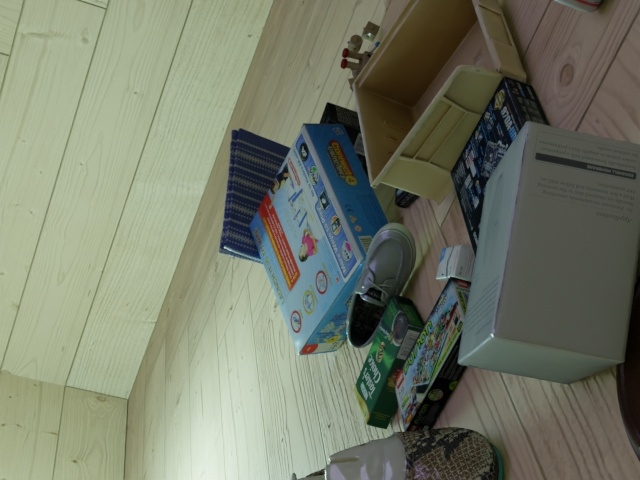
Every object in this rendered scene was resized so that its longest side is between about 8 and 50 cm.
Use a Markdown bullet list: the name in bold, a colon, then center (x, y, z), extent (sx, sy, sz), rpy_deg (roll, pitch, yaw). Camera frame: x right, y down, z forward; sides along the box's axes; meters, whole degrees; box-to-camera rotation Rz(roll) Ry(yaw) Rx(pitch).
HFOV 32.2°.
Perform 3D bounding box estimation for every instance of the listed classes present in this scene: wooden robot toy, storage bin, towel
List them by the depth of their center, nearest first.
- **storage bin**: center (0.178, -0.239, 1.701), extent (0.260, 0.123, 0.262), rpy_deg (-54, 27, 35)
- **towel**: center (-0.087, -0.072, 2.280), extent (0.040, 0.243, 0.336), rpy_deg (-51, 28, 44)
- **wooden robot toy**: center (0.078, -0.371, 2.327), extent (0.079, 0.076, 0.173), rpy_deg (115, 165, -67)

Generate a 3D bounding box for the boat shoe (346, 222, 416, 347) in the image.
- **boat shoe**: center (0.095, 0.081, 1.793), extent (0.081, 0.079, 0.228), rpy_deg (-60, -11, -58)

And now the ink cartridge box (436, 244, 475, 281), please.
- **ink cartridge box**: center (0.201, 0.033, 1.603), extent (0.083, 0.028, 0.048), rpy_deg (162, 121, -71)

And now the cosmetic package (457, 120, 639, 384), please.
- **cosmetic package**: center (0.244, 0.024, 1.180), extent (0.224, 0.138, 0.225), rpy_deg (98, -175, -77)

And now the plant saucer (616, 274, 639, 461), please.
- **plant saucer**: center (0.355, 0.091, 0.999), extent (0.310, 0.050, 0.311), rpy_deg (-165, 90, -75)

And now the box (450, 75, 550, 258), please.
- **box**: center (0.251, -0.094, 1.509), extent (0.220, 0.051, 0.175), rpy_deg (-97, 27, -53)

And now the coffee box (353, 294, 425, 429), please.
- **coffee box**: center (0.108, 0.192, 1.746), extent (0.113, 0.040, 0.184), rpy_deg (-112, 40, -65)

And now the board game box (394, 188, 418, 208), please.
- **board game box**: center (0.177, -0.148, 1.855), extent (0.186, 0.026, 0.126), rpy_deg (133, 148, -58)

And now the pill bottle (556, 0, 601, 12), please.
- **pill bottle**: center (0.344, -0.376, 1.391), extent (0.087, 0.087, 0.160), rpy_deg (-102, 31, -58)

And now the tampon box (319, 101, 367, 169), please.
- **tampon box**: center (0.041, -0.188, 2.178), extent (0.161, 0.101, 0.120), rpy_deg (-92, 21, -72)

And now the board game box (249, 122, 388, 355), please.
- **board game box**: center (0.000, 0.000, 2.020), extent (0.302, 0.086, 0.308), rpy_deg (-58, 45, 46)

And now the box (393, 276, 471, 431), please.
- **box**: center (0.168, 0.167, 1.578), extent (0.114, 0.036, 0.207), rpy_deg (-100, 29, -56)

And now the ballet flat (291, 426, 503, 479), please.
- **ballet flat**: center (0.058, 0.351, 1.516), extent (0.483, 0.182, 0.164), rpy_deg (136, 146, -61)
